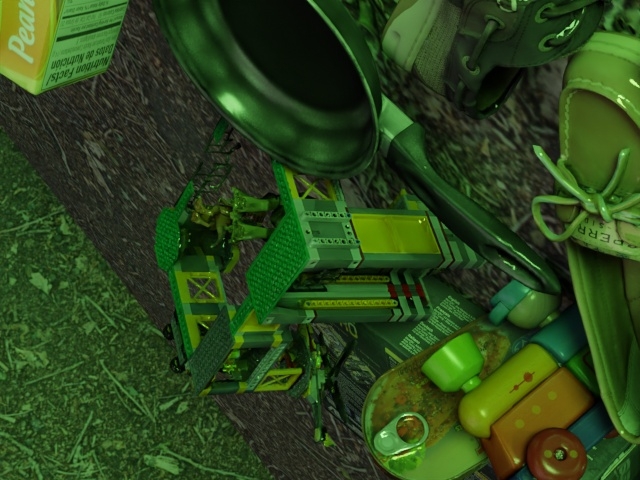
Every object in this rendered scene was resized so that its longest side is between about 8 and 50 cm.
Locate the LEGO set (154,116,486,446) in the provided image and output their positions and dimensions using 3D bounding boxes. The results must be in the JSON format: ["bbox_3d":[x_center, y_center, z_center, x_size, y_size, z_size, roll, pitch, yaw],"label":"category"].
[{"bbox_3d":[0.000,0.000,0.919,0.331,0.192,0.255,-61,40,40],"label":"LEGO set"}]

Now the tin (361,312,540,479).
[{"bbox_3d":[0.124,0.133,0.867,0.106,0.189,0.040,57,170,30],"label":"tin"}]

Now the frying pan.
[{"bbox_3d":[0.015,-0.100,0.661,0.326,0.053,0.197,25,150,33],"label":"frying pan"}]

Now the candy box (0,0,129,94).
[{"bbox_3d":[-0.180,-0.272,0.631,0.183,0.087,0.316,32,121,12],"label":"candy box"}]

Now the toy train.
[{"bbox_3d":[0.126,0.132,0.776,0.143,0.248,0.105,49,162,16],"label":"toy train"}]

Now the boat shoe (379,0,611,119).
[{"bbox_3d":[0.106,-0.136,0.540,0.092,0.103,0.285,44,165,1],"label":"boat shoe"}]

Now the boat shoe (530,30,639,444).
[{"bbox_3d":[0.193,0.011,0.626,0.104,0.089,0.285,26,149,52],"label":"boat shoe"}]

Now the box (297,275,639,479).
[{"bbox_3d":[0.138,0.181,1.071,0.395,0.097,0.318,36,158,34],"label":"box"}]
